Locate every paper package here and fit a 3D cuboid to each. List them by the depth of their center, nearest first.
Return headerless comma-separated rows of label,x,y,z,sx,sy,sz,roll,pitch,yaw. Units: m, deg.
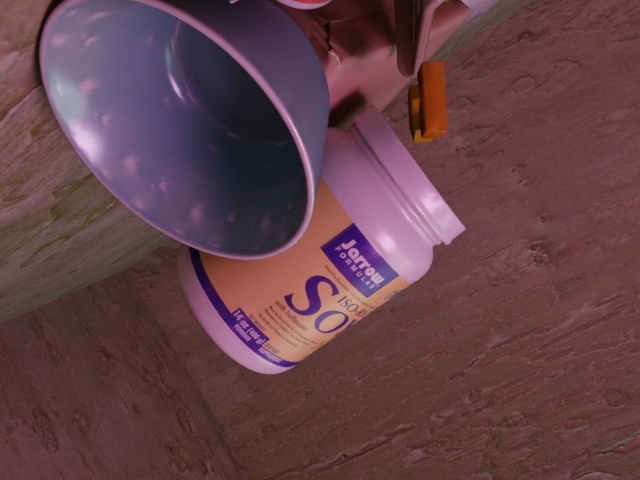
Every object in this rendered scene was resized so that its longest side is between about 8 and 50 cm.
paper package,0.000,-0.248,0.825,0.309,0.168,0.325,-33,173,-38

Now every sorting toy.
sorting toy,0.104,-0.245,0.557,0.041,0.308,0.229,-3,180,2

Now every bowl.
bowl,-0.114,-0.146,0.611,0.311,0.311,0.163,-28,-156,50

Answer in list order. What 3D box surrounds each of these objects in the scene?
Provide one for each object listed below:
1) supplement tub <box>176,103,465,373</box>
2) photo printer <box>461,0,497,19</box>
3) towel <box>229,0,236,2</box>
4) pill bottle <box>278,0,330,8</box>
supplement tub,0.000,0.000,0.778,0.331,0.241,0.241,-37,-179,13
photo printer,0.238,-0.460,1.075,0.307,0.107,0.256,-32,-178,1
towel,0.031,-0.252,0.263,0.247,0.038,0.325,-26,174,-3
pill bottle,0.011,-0.296,0.485,0.108,0.108,0.193,-32,-178,-27
